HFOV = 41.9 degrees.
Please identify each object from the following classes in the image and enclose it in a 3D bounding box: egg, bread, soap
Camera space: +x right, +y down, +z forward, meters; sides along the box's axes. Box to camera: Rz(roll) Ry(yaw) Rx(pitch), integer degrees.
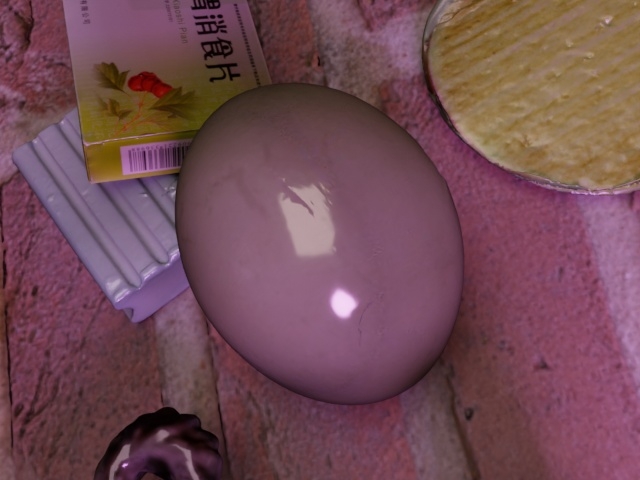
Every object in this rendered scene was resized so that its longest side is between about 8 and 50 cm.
[{"bbox_3d":[0.000,0.000,0.669,0.219,0.219,0.269,-38,86,-5],"label":"egg"},{"bbox_3d":[0.249,-0.179,0.789,0.301,0.045,0.301,-3,72,9],"label":"bread"},{"bbox_3d":[-0.190,-0.035,0.795,0.119,0.066,0.198,-37,69,-8],"label":"soap"}]

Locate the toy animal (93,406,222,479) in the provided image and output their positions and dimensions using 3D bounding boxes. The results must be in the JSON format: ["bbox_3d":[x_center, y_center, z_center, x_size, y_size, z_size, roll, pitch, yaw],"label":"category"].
[{"bbox_3d":[-0.061,0.298,0.585,0.344,0.194,0.302,17,74,16],"label":"toy animal"}]

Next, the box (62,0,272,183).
[{"bbox_3d":[-0.151,-0.184,0.802,0.175,0.062,0.260,-9,59,-14],"label":"box"}]
